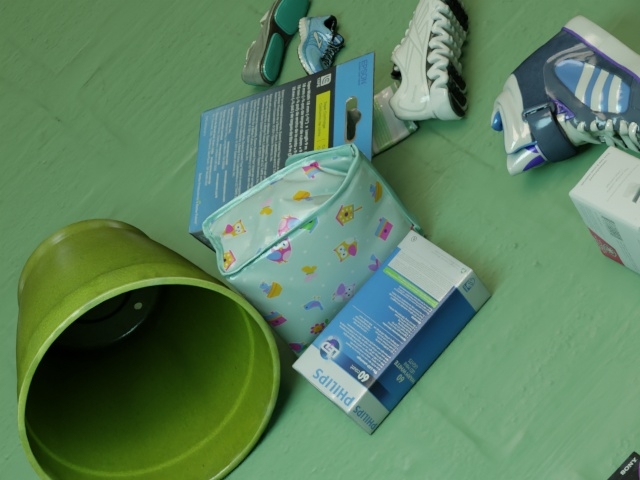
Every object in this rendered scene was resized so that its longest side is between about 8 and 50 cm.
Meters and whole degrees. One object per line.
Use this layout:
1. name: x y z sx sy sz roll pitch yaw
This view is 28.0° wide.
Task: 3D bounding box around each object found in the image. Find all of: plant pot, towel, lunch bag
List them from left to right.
1. plant pot: -0.290 0.141 1.872 0.366 0.366 0.353 -42 35 0
2. lunch bag: 0.000 0.000 1.837 0.262 0.223 0.160 -37 39 4
3. towel: 0.074 -0.181 2.055 0.152 0.023 0.113 -29 47 12

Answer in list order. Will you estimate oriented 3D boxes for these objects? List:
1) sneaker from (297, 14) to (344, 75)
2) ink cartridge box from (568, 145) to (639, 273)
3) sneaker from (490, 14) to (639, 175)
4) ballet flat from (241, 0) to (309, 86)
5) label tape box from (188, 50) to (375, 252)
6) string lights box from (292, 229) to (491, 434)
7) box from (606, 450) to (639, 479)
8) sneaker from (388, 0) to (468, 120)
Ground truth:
1. sneaker: 0.004 -0.329 2.177 0.073 0.063 0.162 -17 52 18
2. ink cartridge box: 0.440 -0.008 1.608 0.092 0.158 0.218 -48 47 -7
3. sneaker: 0.377 -0.150 1.785 0.236 0.130 0.323 -47 51 8
4. ballet flat: -0.086 -0.364 2.253 0.068 0.072 0.213 2 61 38
5. label tape box: -0.037 -0.129 2.016 0.333 0.106 0.241 -15 55 28
6. string lights box: 0.098 0.125 1.788 0.260 0.077 0.133 -48 46 -6
7. box: 0.386 0.336 1.491 0.116 0.029 0.162 -46 46 -4
8. sneaker: 0.167 -0.311 2.029 0.118 0.110 0.292 -11 53 26
